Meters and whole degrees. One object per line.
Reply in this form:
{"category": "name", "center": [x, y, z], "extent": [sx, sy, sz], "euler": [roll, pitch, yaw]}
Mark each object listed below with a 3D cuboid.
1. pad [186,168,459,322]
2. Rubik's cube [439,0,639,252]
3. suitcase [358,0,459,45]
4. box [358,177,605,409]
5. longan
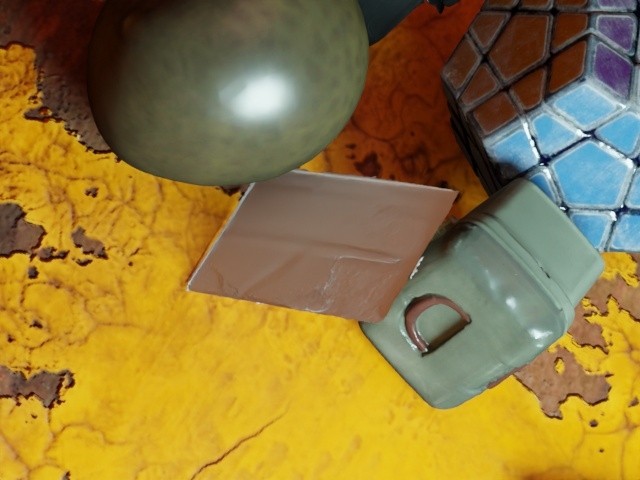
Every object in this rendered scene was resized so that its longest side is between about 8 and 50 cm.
{"category": "pad", "center": [0.000, 0.000, 1.779], "extent": [0.156, 0.232, 0.004], "euler": [-58, 136, -28]}
{"category": "Rubik's cube", "center": [0.270, -0.126, 1.891], "extent": [0.319, 0.319, 0.264], "euler": [32, 35, -7]}
{"category": "suitcase", "center": [0.034, -0.364, 1.846], "extent": [0.339, 0.345, 0.188], "euler": [37, 55, -10]}
{"category": "box", "center": [0.143, 0.048, 1.803], "extent": [0.148, 0.210, 0.129], "euler": [47, 53, -1]}
{"category": "longan", "center": [-0.083, -0.170, 1.778], "extent": [0.258, 0.258, 0.258], "euler": [8, 66, -19]}
